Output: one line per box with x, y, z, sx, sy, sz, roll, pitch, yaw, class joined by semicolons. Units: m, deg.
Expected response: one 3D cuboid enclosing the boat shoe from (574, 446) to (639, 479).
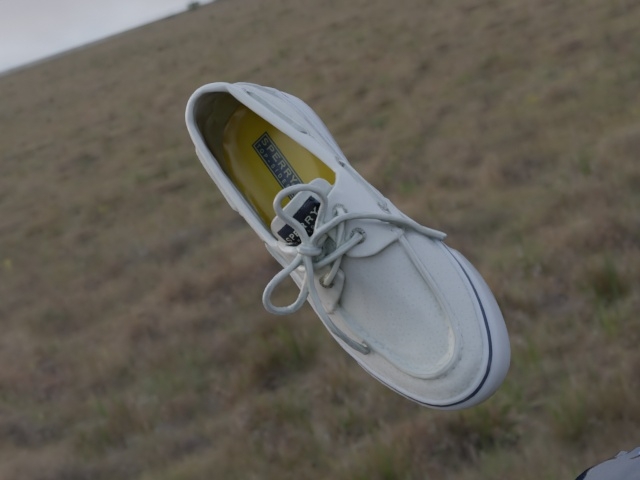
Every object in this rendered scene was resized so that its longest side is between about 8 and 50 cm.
0.171;0.079;0.304;0.258;0.109;0.089;7;48;40;boat shoe

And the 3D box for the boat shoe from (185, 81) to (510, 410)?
0.005;-0.007;1.215;0.136;0.367;0.156;-45;-25;17;boat shoe
